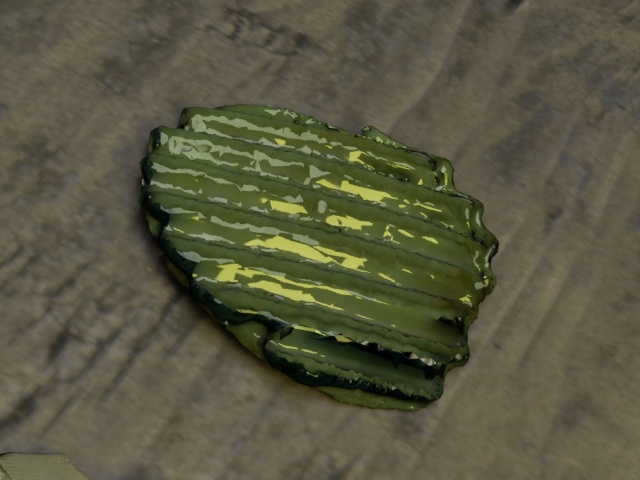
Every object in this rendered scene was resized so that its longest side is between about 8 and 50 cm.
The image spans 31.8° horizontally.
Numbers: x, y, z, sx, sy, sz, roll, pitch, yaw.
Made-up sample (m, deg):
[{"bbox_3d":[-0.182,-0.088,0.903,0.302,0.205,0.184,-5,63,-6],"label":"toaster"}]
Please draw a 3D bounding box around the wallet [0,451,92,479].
[{"bbox_3d":[-0.275,0.339,0.967,0.335,0.068,0.275,-29,80,-38],"label":"wallet"}]

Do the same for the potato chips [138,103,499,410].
[{"bbox_3d":[0.000,0.000,1.257,0.429,0.070,0.358,15,56,-15],"label":"potato chips"}]
